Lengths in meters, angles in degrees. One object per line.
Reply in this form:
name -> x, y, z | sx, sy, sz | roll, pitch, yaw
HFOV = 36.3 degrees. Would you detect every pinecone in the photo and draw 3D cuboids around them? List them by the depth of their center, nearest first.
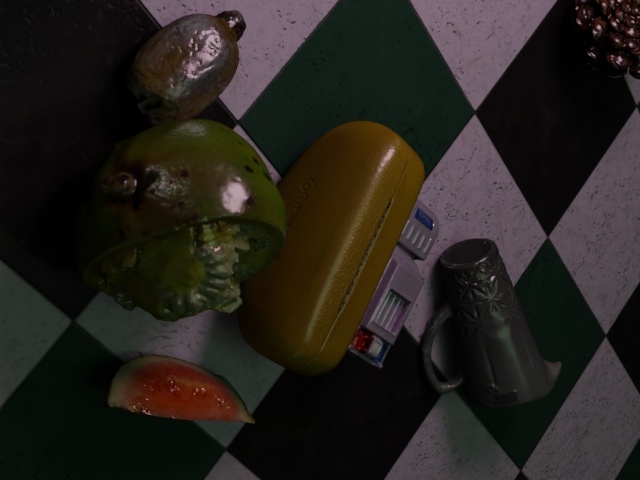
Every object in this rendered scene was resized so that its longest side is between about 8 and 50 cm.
pinecone -> 0.553, -0.388, 1.754 | 0.222, 0.221, 0.221 | -13, 111, -38

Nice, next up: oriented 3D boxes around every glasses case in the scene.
glasses case -> 0.000, 0.000, 1.400 | 0.141, 0.173, 0.371 | 35, 77, -43

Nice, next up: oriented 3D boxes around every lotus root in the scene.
lotus root -> -0.165, -0.228, 1.249 | 0.192, 0.088, 0.113 | -46, 122, -21

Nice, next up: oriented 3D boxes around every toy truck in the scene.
toy truck -> 0.082, 0.047, 1.498 | 0.124, 0.155, 0.267 | 35, 79, -42

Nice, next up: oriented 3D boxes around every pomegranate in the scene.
pomegranate -> -0.164, -0.018, 1.223 | 0.260, 0.261, 0.341 | -67, 165, -3

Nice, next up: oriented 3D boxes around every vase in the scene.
vase -> 0.287, 0.153, 1.732 | 0.251, 0.156, 0.300 | -22, 113, -6

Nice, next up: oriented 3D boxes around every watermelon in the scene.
watermelon -> -0.198, 0.211, 1.329 | 0.245, 0.119, 0.063 | 19, 101, -43
